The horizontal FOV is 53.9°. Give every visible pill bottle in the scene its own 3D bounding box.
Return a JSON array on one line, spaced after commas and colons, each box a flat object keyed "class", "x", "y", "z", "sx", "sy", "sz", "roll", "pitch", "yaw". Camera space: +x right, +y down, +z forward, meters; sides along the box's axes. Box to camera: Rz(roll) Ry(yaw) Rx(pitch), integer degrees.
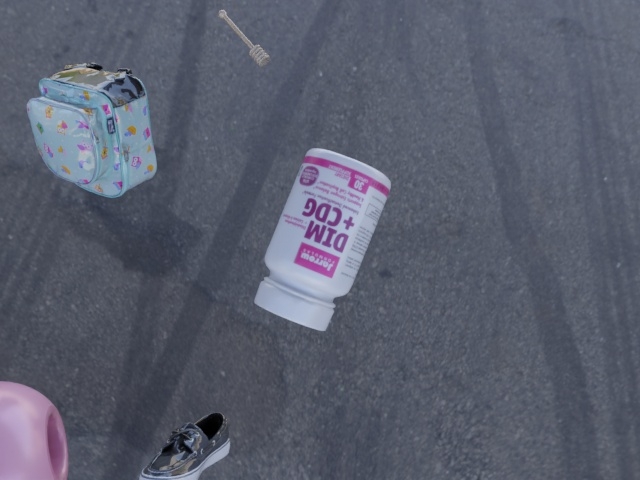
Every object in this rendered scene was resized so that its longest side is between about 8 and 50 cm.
[{"class": "pill bottle", "x": 0.000, "y": 0.000, "z": 1.087, "sx": 0.160, "sy": 0.160, "sz": 0.283, "roll": 21, "pitch": 88, "yaw": 12}]

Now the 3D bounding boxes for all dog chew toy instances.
[{"class": "dog chew toy", "x": -0.513, "y": 0.306, "z": 0.815, "sx": 0.331, "sy": 0.207, "sz": 0.207, "roll": -11, "pitch": 58, "yaw": -12}]

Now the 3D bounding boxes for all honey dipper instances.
[{"class": "honey dipper", "x": -0.170, "y": -0.442, "z": 1.364, "sx": 0.030, "sy": 0.030, "sz": 0.161, "roll": -37, "pitch": 78, "yaw": -22}]

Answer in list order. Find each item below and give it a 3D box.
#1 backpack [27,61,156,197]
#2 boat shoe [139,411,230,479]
[{"class": "backpack", "x": -0.345, "y": -0.158, "z": 0.972, "sx": 0.165, "sy": 0.188, "sz": 0.144, "roll": 16, "pitch": 45, "yaw": 24}, {"class": "boat shoe", "x": -0.199, "y": 0.314, "z": 0.961, "sx": 0.080, "sy": 0.228, "sz": 0.076, "roll": 1, "pitch": 89, "yaw": 20}]
